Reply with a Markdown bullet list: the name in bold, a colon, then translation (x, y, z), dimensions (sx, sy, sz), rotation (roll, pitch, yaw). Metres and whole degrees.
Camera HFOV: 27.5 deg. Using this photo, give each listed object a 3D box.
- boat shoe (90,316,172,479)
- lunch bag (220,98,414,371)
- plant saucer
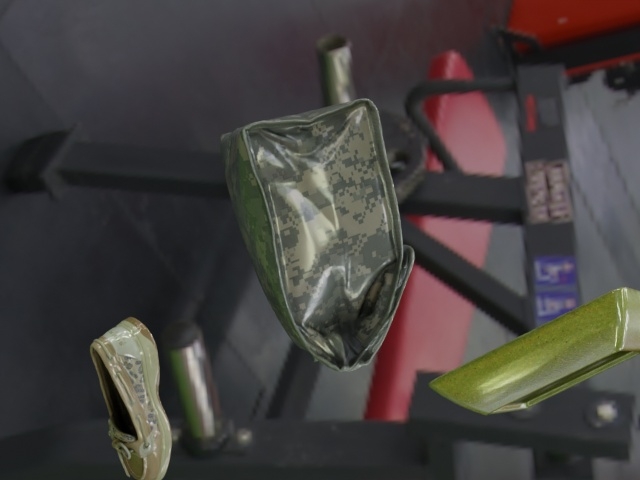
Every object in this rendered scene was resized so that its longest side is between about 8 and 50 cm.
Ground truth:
- **boat shoe**: translation (-0.293, 0.252, 1.971), dimensions (0.089, 0.104, 0.285), rotation (-26, 123, -36)
- **lunch bag**: translation (0.000, 0.000, 1.455), dimensions (0.235, 0.169, 0.287), rotation (-172, -111, -80)
- **plant saucer**: translation (0.212, 0.106, 1.167), dimensions (0.188, 0.188, 0.045), rotation (12, 51, -65)
